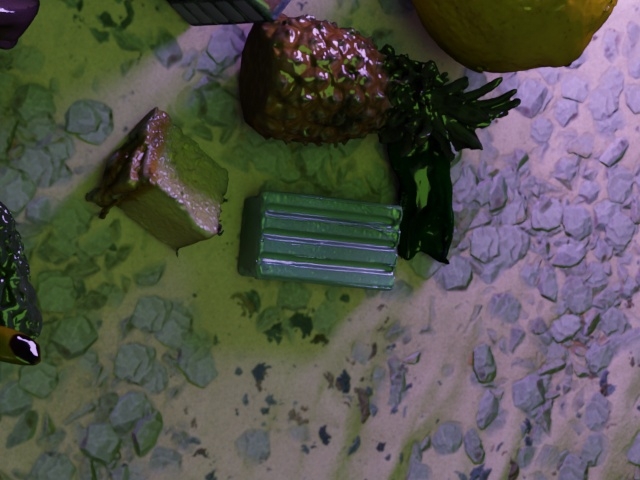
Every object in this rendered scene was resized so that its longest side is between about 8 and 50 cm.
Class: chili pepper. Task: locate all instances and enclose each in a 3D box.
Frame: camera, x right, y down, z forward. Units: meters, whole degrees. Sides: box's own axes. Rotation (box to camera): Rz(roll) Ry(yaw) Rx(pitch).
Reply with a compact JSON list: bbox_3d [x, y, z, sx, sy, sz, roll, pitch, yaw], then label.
[{"bbox_3d":[0.133,-0.072,2.076,0.098,0.061,0.224,-16,100,-30],"label":"chili pepper"}]

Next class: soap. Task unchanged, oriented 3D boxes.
[{"bbox_3d":[0.000,0.000,2.017,0.198,0.063,0.115,7,90,-26],"label":"soap"}]

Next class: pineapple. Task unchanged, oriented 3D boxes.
[{"bbox_3d":[0.076,-0.183,1.963,0.340,0.169,0.169,6,93,-17],"label":"pineapple"}]

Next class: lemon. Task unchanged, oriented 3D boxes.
[{"bbox_3d":[0.239,-0.344,1.985,0.293,0.293,0.293,-3,96,-25],"label":"lemon"}]

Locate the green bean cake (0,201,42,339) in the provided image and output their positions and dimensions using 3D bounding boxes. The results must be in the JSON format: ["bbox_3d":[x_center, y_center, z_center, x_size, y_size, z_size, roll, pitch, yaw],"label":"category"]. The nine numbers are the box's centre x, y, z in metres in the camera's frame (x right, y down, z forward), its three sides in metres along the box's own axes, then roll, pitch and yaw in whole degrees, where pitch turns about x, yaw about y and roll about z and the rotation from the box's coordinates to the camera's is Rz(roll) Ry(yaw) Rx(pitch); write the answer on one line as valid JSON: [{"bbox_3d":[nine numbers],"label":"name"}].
[{"bbox_3d":[-0.422,0.055,1.813,0.185,0.094,0.183,-21,103,-27],"label":"green bean cake"}]

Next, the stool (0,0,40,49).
[{"bbox_3d":[-0.449,-0.216,1.693,0.272,0.272,0.179,10,107,-26],"label":"stool"}]

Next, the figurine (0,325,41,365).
[{"bbox_3d":[-0.439,0.040,1.633,0.218,0.169,0.327,-20,127,12],"label":"figurine"}]

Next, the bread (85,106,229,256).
[{"bbox_3d":[-0.179,-0.073,1.910,0.147,0.127,0.152,38,62,-24],"label":"bread"}]

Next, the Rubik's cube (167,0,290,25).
[{"bbox_3d":[-0.112,-0.407,1.832,0.238,0.237,0.237,44,78,-23],"label":"Rubik's cube"}]
